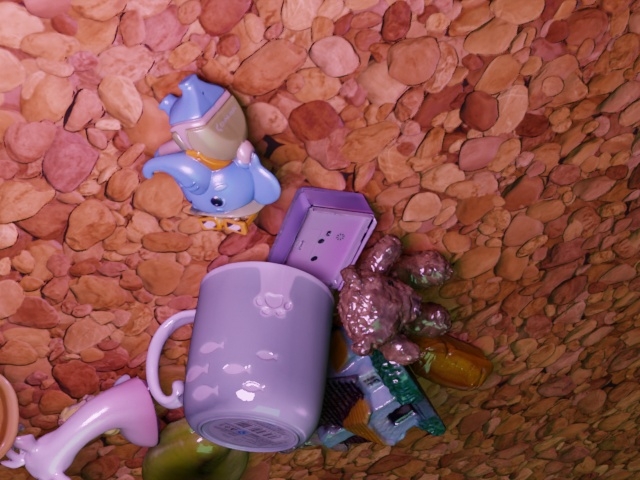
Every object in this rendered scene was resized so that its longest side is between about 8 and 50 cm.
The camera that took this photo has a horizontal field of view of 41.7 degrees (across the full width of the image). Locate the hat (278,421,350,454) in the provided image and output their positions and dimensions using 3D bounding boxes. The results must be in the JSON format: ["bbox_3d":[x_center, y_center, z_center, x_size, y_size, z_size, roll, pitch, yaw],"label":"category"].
[{"bbox_3d":[-0.016,0.385,1.905,0.214,0.149,0.245,16,86,-45],"label":"hat"}]

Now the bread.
[{"bbox_3d":[0.292,0.272,1.898,0.245,0.094,0.102,25,113,-37],"label":"bread"}]

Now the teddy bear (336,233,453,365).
[{"bbox_3d":[0.151,0.108,1.556,0.296,0.222,0.247,-5,92,-23],"label":"teddy bear"}]

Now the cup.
[{"bbox_3d":[-0.159,0.224,1.518,0.356,0.275,0.259,-7,146,18],"label":"cup"}]

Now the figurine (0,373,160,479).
[{"bbox_3d":[-0.487,0.407,1.630,0.315,0.207,0.284,-21,175,-30],"label":"figurine"}]

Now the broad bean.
[{"bbox_3d":[-0.273,0.484,1.859,0.237,0.119,0.291,4,131,-25],"label":"broad bean"}]

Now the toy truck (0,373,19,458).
[{"bbox_3d":[-0.686,0.329,1.459,0.287,0.204,0.211,3,156,-27],"label":"toy truck"}]

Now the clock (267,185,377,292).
[{"bbox_3d":[0.001,0.001,1.540,0.144,0.073,0.193,6,129,-26],"label":"clock"}]

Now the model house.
[{"bbox_3d":[0.077,0.328,1.754,0.248,0.230,0.281,-34,128,1],"label":"model house"}]

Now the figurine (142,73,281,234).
[{"bbox_3d":[-0.177,-0.130,1.318,0.179,0.154,0.262,-25,119,15],"label":"figurine"}]
